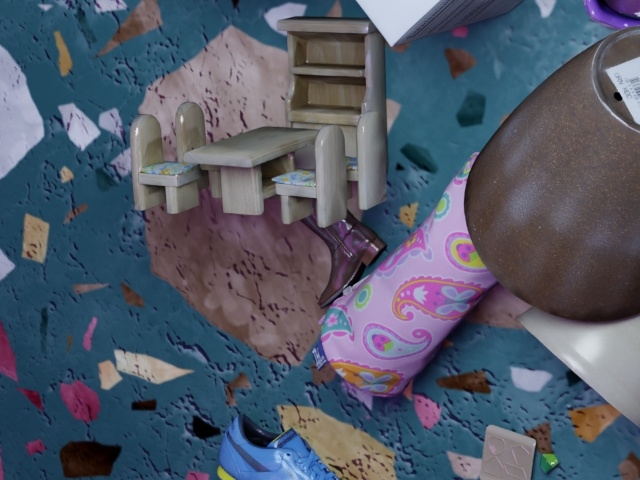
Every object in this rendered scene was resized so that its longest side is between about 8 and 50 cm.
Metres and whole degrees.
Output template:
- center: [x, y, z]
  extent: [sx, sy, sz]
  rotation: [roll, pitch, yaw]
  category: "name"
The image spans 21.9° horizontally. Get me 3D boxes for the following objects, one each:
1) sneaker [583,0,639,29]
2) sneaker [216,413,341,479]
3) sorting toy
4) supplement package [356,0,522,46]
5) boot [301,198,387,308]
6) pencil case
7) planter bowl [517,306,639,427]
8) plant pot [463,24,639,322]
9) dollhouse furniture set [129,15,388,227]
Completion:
- center: [0.331, -0.217, 1.441]
  extent: [0.236, 0.104, 0.095]
  rotation: [2, 103, 30]
  category: "sneaker"
- center: [-0.021, 0.260, 1.811]
  extent: [0.209, 0.069, 0.082]
  rotation: [26, 112, 23]
  category: "sneaker"
- center: [0.205, 0.229, 1.698]
  extent: [0.083, 0.012, 0.062]
  rotation: [16, 107, 30]
  category: "sorting toy"
- center: [0.121, -0.278, 1.465]
  extent: [0.134, 0.244, 0.139]
  rotation: [-41, 80, 33]
  category: "supplement package"
- center: [0.000, 0.000, 1.742]
  extent: [0.114, 0.037, 0.106]
  rotation: [45, 108, 9]
  category: "boot"
- center: [0.112, 0.036, 1.637]
  extent: [0.124, 0.124, 0.284]
  rotation: [49, 124, 10]
  category: "pencil case"
- center: [0.280, 0.087, 1.541]
  extent: [0.162, 0.162, 0.109]
  rotation: [43, 94, 14]
  category: "planter bowl"
- center: [0.250, -0.074, 1.407]
  extent: [0.215, 0.215, 0.230]
  rotation: [44, 156, 14]
  category: "plant pot"
- center: [-0.035, -0.123, 1.606]
  extent: [0.212, 0.242, 0.161]
  rotation: [6, 106, 30]
  category: "dollhouse furniture set"
